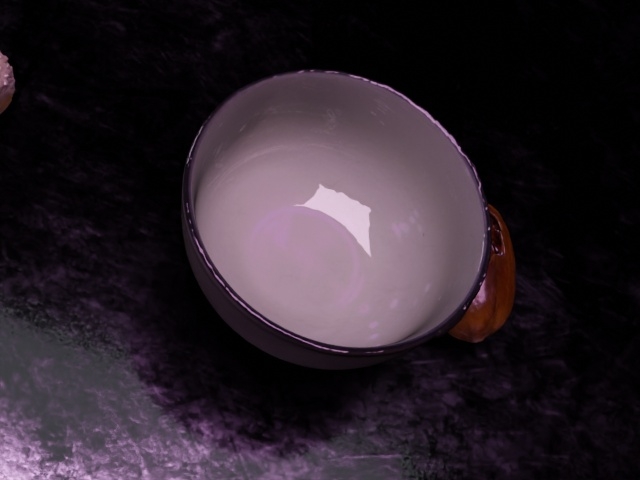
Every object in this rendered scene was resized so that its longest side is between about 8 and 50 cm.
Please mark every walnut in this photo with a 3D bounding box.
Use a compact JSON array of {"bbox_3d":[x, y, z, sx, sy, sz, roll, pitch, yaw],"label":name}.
[{"bbox_3d":[0.180,0.026,1.660,0.115,0.116,0.207,11,62,-14],"label":"walnut"}]

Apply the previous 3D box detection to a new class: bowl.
[{"bbox_3d":[0.000,0.000,1.563,0.353,0.185,0.354,7,63,-14],"label":"bowl"}]

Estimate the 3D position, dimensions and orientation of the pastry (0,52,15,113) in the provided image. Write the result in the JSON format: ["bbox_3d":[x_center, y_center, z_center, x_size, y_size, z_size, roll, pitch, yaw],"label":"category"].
[{"bbox_3d":[-0.444,-0.122,1.514,0.089,0.121,0.258,38,60,8],"label":"pastry"}]
